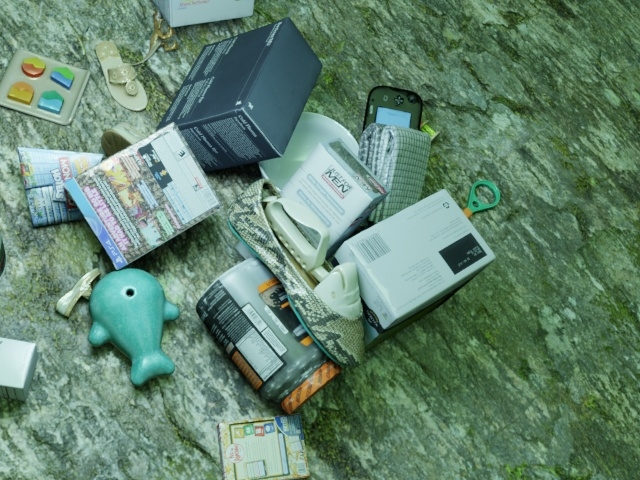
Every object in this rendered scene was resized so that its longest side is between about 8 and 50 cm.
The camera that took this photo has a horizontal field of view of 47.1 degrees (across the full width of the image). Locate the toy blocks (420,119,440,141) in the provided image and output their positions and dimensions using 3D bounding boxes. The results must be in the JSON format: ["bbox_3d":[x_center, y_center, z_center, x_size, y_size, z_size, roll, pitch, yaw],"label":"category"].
[{"bbox_3d":[0.274,-0.342,2.225,0.148,0.054,0.123,45,60,9],"label":"toy blocks"}]

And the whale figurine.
[{"bbox_3d":[-0.421,0.188,1.677,0.216,0.141,0.272,-16,69,-24],"label":"whale figurine"}]

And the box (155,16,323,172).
[{"bbox_3d":[-0.208,-0.372,1.920,0.179,0.312,0.343,48,50,-37],"label":"box"}]

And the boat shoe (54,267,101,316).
[{"bbox_3d":[-0.561,0.124,1.724,0.045,0.050,0.135,40,69,2],"label":"boat shoe"}]

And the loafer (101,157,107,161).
[{"bbox_3d":[-0.576,-0.184,1.870,0.170,0.061,0.062,-12,66,-24],"label":"loafer"}]

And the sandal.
[{"bbox_3d":[-0.553,-0.465,2.010,0.088,0.079,0.240,-26,73,-19],"label":"sandal"}]

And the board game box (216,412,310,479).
[{"bbox_3d":[-0.131,0.479,1.671,0.193,0.045,0.147,-1,64,-18],"label":"board game box"}]

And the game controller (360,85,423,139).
[{"bbox_3d":[0.200,-0.293,2.130,0.166,0.067,0.319,12,76,-13],"label":"game controller"}]

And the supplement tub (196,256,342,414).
[{"bbox_3d":[-0.117,0.223,1.717,0.207,0.207,0.338,-35,78,-29],"label":"supplement tub"}]

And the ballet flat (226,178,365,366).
[{"bbox_3d":[-0.027,0.054,1.650,0.483,0.182,0.164,52,31,15],"label":"ballet flat"}]

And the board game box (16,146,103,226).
[{"bbox_3d":[-0.619,-0.144,1.791,0.194,0.060,0.194,-12,95,-21],"label":"board game box"}]

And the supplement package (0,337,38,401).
[{"bbox_3d":[-0.708,0.267,1.566,0.179,0.105,0.105,12,60,-12],"label":"supplement package"}]

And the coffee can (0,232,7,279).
[{"bbox_3d":[-0.796,-0.009,1.584,0.201,0.275,0.202,7,62,-14],"label":"coffee can"}]

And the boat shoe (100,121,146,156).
[{"bbox_3d":[-0.420,-0.194,1.899,0.302,0.109,0.098,38,35,-6],"label":"boat shoe"}]

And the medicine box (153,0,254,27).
[{"bbox_3d":[-0.366,-0.775,2.154,0.263,0.149,0.289,-16,52,-24],"label":"medicine box"}]

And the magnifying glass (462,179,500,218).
[{"bbox_3d":[0.452,-0.100,2.172,0.092,0.026,0.231,44,60,7],"label":"magnifying glass"}]

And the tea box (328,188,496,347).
[{"bbox_3d":[0.190,0.089,1.814,0.329,0.323,0.220,-27,74,-29],"label":"tea box"}]

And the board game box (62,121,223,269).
[{"bbox_3d":[-0.419,-0.106,1.747,0.291,0.141,0.232,-32,100,-13],"label":"board game box"}]

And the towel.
[{"bbox_3d":[0.184,-0.164,1.959,0.121,0.235,0.284,14,98,30],"label":"towel"}]

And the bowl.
[{"bbox_3d":[-0.041,-0.195,2.002,0.297,0.134,0.298,7,62,-14],"label":"bowl"}]

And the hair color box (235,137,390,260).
[{"bbox_3d":[-0.026,-0.049,1.789,0.185,0.374,0.113,48,31,10],"label":"hair color box"}]

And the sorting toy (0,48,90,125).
[{"bbox_3d":[-0.740,-0.414,1.953,0.208,0.038,0.193,15,60,-9],"label":"sorting toy"}]

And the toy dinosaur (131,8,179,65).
[{"bbox_3d":[-0.472,-0.570,2.119,0.112,0.064,0.212,2,63,20],"label":"toy dinosaur"}]
